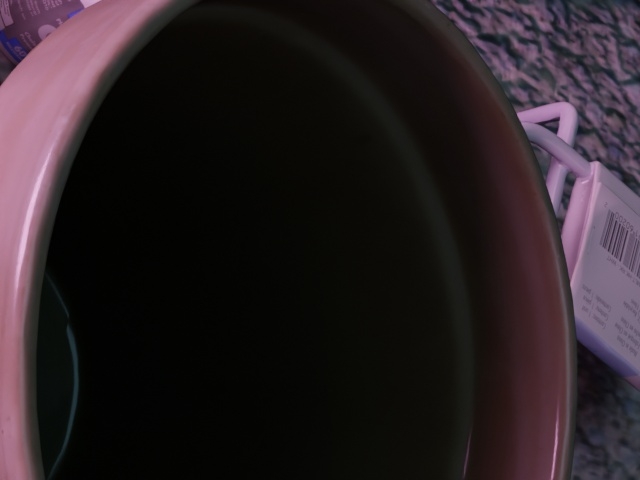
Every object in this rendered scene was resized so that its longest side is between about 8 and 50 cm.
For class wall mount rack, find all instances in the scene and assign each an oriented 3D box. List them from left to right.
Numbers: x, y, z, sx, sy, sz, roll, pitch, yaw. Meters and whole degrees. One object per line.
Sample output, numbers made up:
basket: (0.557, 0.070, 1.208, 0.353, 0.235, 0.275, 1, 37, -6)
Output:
wall mount rack: (0.167, 0.091, 1.116, 0.350, 0.130, 0.304, 37, 58, -30)

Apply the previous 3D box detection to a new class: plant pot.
plant pot: (-0.090, 0.060, 0.728, 0.323, 0.280, 0.323, 9, 78, -47)

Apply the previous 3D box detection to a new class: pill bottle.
pill bottle: (-0.114, -0.135, 0.894, 0.078, 0.137, 0.078, 7, 79, -39)
